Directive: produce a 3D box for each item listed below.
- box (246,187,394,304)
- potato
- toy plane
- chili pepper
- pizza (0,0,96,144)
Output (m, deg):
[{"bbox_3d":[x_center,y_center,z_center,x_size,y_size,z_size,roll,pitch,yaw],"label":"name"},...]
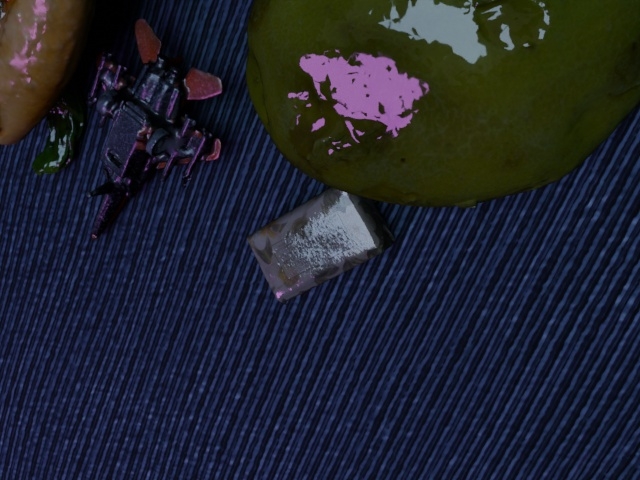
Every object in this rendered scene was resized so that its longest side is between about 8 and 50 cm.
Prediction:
[{"bbox_3d":[0.000,0.000,0.511,0.098,0.045,0.062,-31,89,22],"label":"box"},{"bbox_3d":[0.072,-0.110,0.411,0.253,0.148,0.186,-13,94,21],"label":"potato"},{"bbox_3d":[-0.151,-0.071,0.540,0.130,0.061,0.189,38,109,8],"label":"toy plane"},{"bbox_3d":[-0.222,-0.098,0.580,0.030,0.034,0.091,32,113,46],"label":"chili pepper"},{"bbox_3d":[-0.250,-0.274,0.471,0.277,0.114,0.409,27,121,27],"label":"pizza"}]
